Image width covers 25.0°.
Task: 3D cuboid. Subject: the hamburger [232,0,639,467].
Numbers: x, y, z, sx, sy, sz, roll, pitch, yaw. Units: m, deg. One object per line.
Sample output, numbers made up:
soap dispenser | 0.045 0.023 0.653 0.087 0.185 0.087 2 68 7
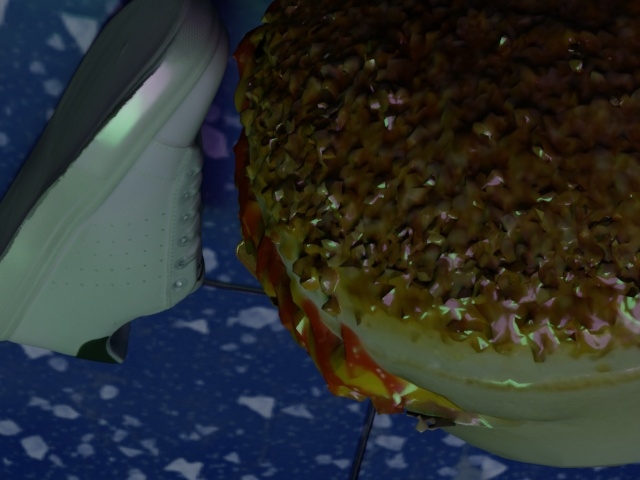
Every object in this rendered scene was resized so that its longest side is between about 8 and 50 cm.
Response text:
hamburger | 0.101 -0.047 0.598 0.294 0.276 0.179 -19 138 14

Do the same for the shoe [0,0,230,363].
shoe | -0.096 -0.024 0.756 0.110 0.095 0.265 25 135 -23

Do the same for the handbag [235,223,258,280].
handbag | 0.000 0.000 0.807 0.083 0.027 0.061 -25 124 22
